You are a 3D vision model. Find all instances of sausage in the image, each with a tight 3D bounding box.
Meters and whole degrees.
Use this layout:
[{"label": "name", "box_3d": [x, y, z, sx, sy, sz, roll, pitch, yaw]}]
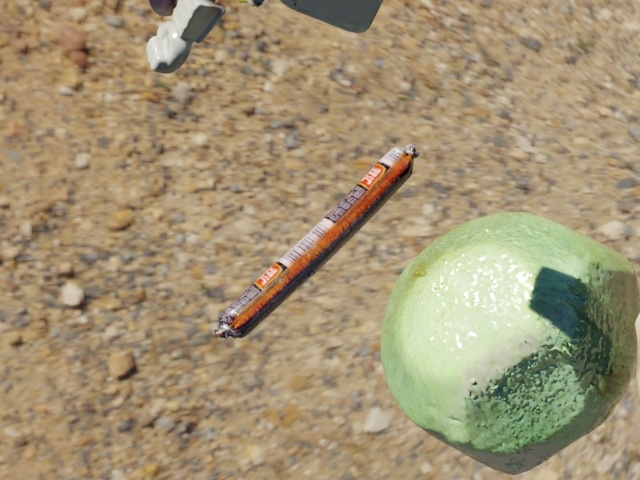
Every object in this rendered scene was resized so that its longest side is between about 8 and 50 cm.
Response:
[{"label": "sausage", "box_3d": [0.000, 0.000, 1.010, 0.198, 0.025, 0.028, -44, 51, -17]}]

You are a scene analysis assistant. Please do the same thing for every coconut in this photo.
[{"label": "coconut", "box_3d": [0.231, 0.116, 1.713, 0.281, 0.328, 0.329, 29, 100, 35]}]

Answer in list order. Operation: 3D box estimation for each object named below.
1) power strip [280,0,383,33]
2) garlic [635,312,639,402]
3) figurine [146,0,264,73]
[{"label": "power strip", "box_3d": [0.038, -0.266, 1.111, 0.091, 0.385, 0.062, 21, 69, -4]}, {"label": "garlic", "box_3d": [0.248, 0.099, 0.668, 0.244, 0.145, 0.164, 23, 82, 13]}, {"label": "figurine", "box_3d": [-0.144, -0.330, 1.549, 0.308, 0.143, 0.309, -23, 57, 40]}]
